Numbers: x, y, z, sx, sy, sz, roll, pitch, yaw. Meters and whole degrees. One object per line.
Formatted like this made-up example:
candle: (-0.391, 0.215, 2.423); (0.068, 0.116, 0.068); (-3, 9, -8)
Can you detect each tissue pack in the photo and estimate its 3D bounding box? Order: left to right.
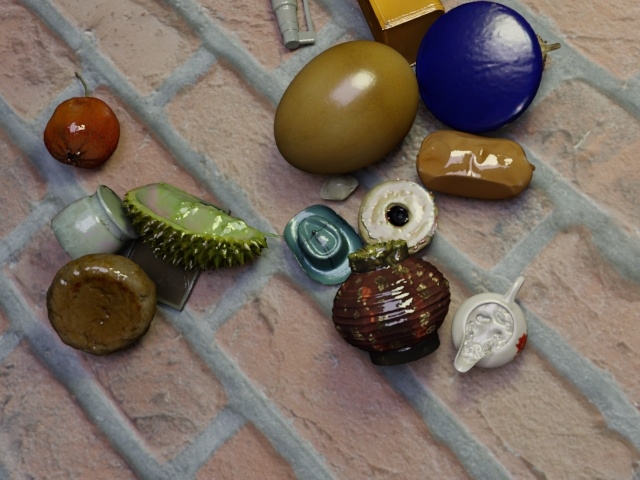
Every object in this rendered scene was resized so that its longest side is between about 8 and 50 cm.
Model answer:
tissue pack: (0.160, -0.539, 1.860); (0.145, 0.194, 0.274); (-20, 70, 1)

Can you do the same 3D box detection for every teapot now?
teapot: (0.331, 0.166, 1.647); (0.145, 0.092, 0.226); (30, 79, 16)

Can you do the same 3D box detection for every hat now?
hat: (0.000, 0.000, 1.776); (0.138, 0.078, 0.191); (-42, 69, -5)

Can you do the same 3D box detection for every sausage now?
sausage: (0.314, -0.154, 1.734); (0.241, 0.120, 0.136); (12, 62, 9)

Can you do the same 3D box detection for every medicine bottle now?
medicine bottle: (-0.485, -0.029, 1.849); (0.143, 0.147, 0.147); (-33, 69, 5)
medicine bottle: (-0.069, -0.550, 1.982); (0.092, 0.061, 0.220); (-7, 71, -11)

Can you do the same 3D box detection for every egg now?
egg: (0.050, -0.269, 1.761); (0.322, 0.250, 0.250); (-34, 69, 6)

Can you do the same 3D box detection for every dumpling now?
dumpling: (0.039, -0.114, 1.829); (0.052, 0.057, 0.076); (37, 112, -15)

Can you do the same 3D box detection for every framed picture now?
framed picture: (-0.328, 0.012, 1.876); (0.184, 0.016, 0.250); (20, 78, 17)

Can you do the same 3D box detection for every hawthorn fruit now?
hawthorn fruit: (-0.543, -0.292, 1.977); (0.165, 0.165, 0.285); (-11, 47, 8)

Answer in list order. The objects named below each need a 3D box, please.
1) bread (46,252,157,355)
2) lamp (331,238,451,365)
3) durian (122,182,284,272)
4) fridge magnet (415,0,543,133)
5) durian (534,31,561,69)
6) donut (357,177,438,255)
bread: (-0.456, 0.126, 1.780); (0.230, 0.123, 0.230); (-1, 112, -3)
lamp: (0.135, 0.115, 1.630); (0.247, 0.247, 0.246); (-4, 72, 11)
durian: (-0.274, -0.032, 1.791); (0.356, 0.157, 0.169); (22, 62, 18)
fridge magnet: (0.321, -0.351, 1.733); (0.266, 0.113, 0.265); (4, 99, 28)
durian: (0.417, -0.376, 1.799); (0.189, 0.091, 0.148); (-20, 82, 25)
donut: (0.162, -0.043, 1.764); (0.175, 0.068, 0.174); (-3, 74, 10)
